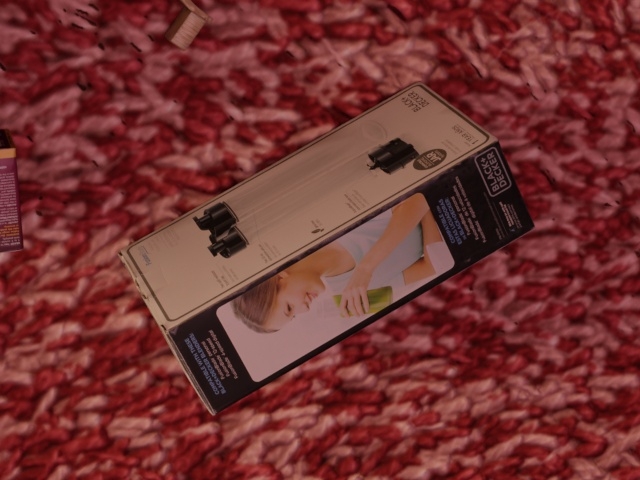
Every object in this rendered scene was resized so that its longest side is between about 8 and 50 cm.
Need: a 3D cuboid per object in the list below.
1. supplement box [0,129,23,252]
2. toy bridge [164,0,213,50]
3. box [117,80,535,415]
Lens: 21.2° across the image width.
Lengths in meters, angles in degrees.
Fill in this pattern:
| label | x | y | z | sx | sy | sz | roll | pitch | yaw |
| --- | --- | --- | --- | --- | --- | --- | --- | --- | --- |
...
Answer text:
| label | x | y | z | sx | sy | sz | roll | pitch | yaw |
| --- | --- | --- | --- | --- | --- | --- | --- | --- | --- |
| supplement box | -0.253 | -0.037 | 1.306 | 0.043 | 0.055 | 0.083 | -6 | 110 | -14 |
| toy bridge | -0.156 | -0.217 | 1.289 | 0.188 | 0.026 | 0.063 | 33 | 95 | -25 |
| box | 0.000 | 0.000 | 1.341 | 0.290 | 0.169 | 0.087 | -30 | 117 | -7 |
